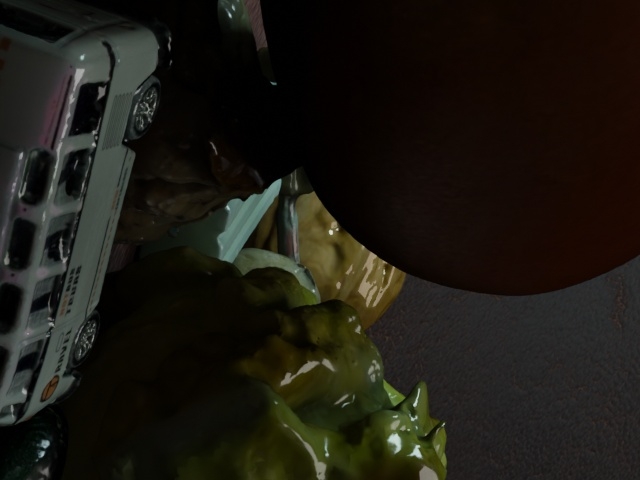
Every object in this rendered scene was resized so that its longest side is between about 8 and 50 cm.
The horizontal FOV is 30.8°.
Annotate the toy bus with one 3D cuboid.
[{"bbox_3d":[-0.132,-0.009,0.482,0.089,0.087,0.194,-46,155,-69],"label":"toy bus"}]

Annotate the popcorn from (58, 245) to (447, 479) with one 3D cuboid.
[{"bbox_3d":[-0.057,0.162,0.796,0.312,0.312,0.312,18,90,-85],"label":"popcorn"}]

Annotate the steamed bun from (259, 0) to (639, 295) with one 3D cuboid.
[{"bbox_3d":[0.091,-0.130,0.610,0.379,0.248,0.235,95,-12,-61],"label":"steamed bun"}]

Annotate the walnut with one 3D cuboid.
[{"bbox_3d":[0.000,0.000,1.231,0.195,0.195,0.222,72,36,-81],"label":"walnut"}]

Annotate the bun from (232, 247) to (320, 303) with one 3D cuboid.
[{"bbox_3d":[-0.087,0.078,1.031,0.173,0.113,0.166,-55,-170,-30],"label":"bun"}]

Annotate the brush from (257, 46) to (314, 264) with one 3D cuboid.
[{"bbox_3d":[-0.034,-0.029,1.091,0.084,0.071,0.301,32,-55,58],"label":"brush"}]

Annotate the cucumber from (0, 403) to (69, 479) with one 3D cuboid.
[{"bbox_3d":[-0.194,0.181,0.488,0.284,0.056,0.056,-57,169,-24],"label":"cucumber"}]

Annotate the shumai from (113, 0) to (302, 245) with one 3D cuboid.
[{"bbox_3d":[-0.064,-0.079,0.720,0.201,0.120,0.201,19,90,-82],"label":"shumai"}]

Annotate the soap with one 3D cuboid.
[{"bbox_3d":[-0.077,-0.053,0.943,0.198,0.066,0.119,-62,168,-60],"label":"soap"}]
